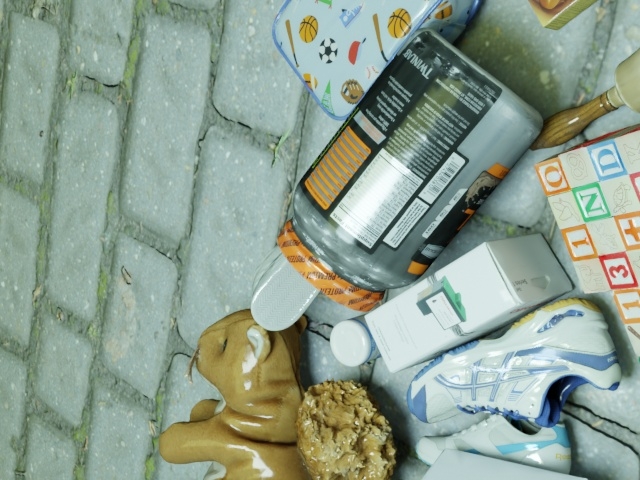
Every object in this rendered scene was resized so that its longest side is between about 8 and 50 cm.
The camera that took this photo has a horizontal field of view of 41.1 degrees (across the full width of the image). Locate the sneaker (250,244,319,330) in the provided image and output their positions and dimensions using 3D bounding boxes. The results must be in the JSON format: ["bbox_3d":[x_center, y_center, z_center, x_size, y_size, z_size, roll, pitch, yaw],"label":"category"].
[{"bbox_3d":[0.000,0.000,1.311,0.292,0.169,0.108,-42,103,2],"label":"sneaker"}]

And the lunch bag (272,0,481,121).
[{"bbox_3d":[0.072,-0.335,1.204,0.303,0.115,0.243,-48,65,34],"label":"lunch bag"}]

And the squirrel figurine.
[{"bbox_3d":[-0.050,0.298,1.340,0.397,0.281,0.370,5,89,25],"label":"squirrel figurine"}]

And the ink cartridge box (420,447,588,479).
[{"bbox_3d":[0.253,0.430,1.098,0.211,0.121,0.289,2,120,39],"label":"ink cartridge box"}]

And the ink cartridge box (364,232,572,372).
[{"bbox_3d":[0.196,0.082,1.130,0.219,0.160,0.092,-36,72,36],"label":"ink cartridge box"}]

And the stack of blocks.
[{"bbox_3d":[0.382,0.018,0.970,0.171,0.087,0.297,-18,95,61],"label":"stack of blocks"}]

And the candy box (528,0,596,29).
[{"bbox_3d":[0.327,-0.355,1.029,0.187,0.053,0.109,-35,74,35],"label":"candy box"}]

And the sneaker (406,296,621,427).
[{"bbox_3d":[0.242,0.190,1.105,0.296,0.112,0.130,-34,60,30],"label":"sneaker"}]

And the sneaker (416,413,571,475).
[{"bbox_3d":[0.238,0.285,1.183,0.229,0.087,0.092,-3,80,37],"label":"sneaker"}]

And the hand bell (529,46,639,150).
[{"bbox_3d":[0.344,-0.166,1.030,0.242,0.126,0.126,-29,78,52],"label":"hand bell"}]

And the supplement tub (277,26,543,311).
[{"bbox_3d":[0.106,-0.084,1.105,0.207,0.207,0.338,46,108,25],"label":"supplement tub"}]

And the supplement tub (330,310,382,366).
[{"bbox_3d":[0.072,0.144,1.274,0.071,0.107,0.070,7,102,39],"label":"supplement tub"}]
